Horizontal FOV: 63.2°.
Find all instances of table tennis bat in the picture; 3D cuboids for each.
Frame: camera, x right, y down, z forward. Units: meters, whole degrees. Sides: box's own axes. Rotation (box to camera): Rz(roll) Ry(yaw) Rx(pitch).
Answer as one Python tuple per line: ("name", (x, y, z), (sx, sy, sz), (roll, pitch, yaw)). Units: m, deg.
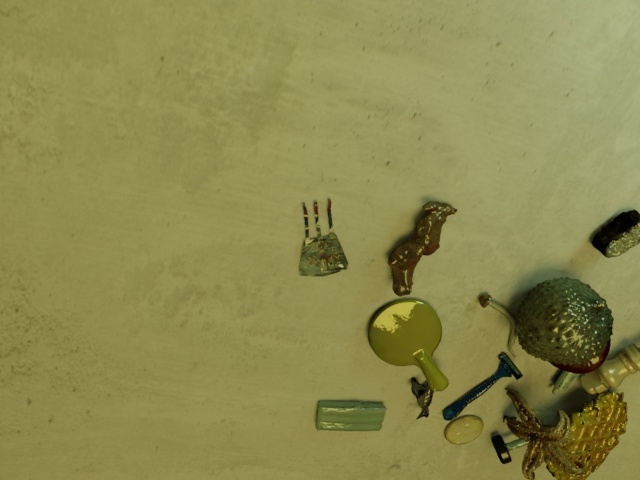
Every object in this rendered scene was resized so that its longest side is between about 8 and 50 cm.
("table tennis bat", (0.294, 0.331, 1.606), (0.224, 0.054, 0.369), (-33, 111, 8))

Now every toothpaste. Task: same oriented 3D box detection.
("toothpaste", (0.867, 0.423, 1.771), (0.069, 0.047, 0.269), (24, 113, -1))

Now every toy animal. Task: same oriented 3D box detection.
("toy animal", (0.350, 0.525, 1.740), (0.105, 0.070, 0.203), (-21, 120, -19))

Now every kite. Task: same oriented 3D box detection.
("kite", (0.000, 0.001, 1.396), (0.141, 0.015, 0.245), (-10, 123, -6))

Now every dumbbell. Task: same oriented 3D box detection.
("dumbbell", (0.738, 0.742, 1.911), (0.191, 0.100, 0.100), (-21, 122, 3))

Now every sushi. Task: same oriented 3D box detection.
("sushi", (0.859, -0.017, 1.485), (0.090, 0.078, 0.150), (35, 109, -32))

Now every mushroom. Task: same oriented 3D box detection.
("mushroom", (0.581, 0.264, 1.637), (0.068, 0.043, 0.306), (-24, 125, 26))

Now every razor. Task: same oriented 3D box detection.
("razor", (0.543, 0.515, 1.774), (0.324, 0.093, 0.056), (-49, 152, 23))

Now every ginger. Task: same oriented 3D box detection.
("ginger", (0.265, 0.022, 1.424), (0.122, 0.084, 0.290), (7, 118, -38))

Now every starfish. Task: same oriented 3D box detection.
("starfish", (0.733, 0.665, 1.761), (0.113, 0.303, 0.312), (-14, 102, -30))

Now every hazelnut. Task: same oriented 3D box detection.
("hazelnut", (0.810, 0.336, 1.660), (0.201, 0.160, 0.170), (5, 114, 32))

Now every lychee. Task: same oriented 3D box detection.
("lychee", (0.709, 0.238, 1.523), (0.255, 0.255, 0.274), (20, 137, -19))

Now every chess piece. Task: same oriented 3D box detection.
("chess piece", (1.059, 0.397, 1.741), (0.397, 0.117, 0.117), (-38, 119, 22))

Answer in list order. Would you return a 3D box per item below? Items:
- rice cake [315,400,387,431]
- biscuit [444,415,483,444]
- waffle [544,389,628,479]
("rice cake", (0.100, 0.593, 1.752), (0.236, 0.043, 0.127), (3, 119, -12))
("biscuit", (0.523, 0.693, 1.894), (0.151, 0.020, 0.152), (-4, 121, -7))
("waffle", (0.971, 0.715, 1.881), (0.382, 0.095, 0.380), (-39, 126, -9))
